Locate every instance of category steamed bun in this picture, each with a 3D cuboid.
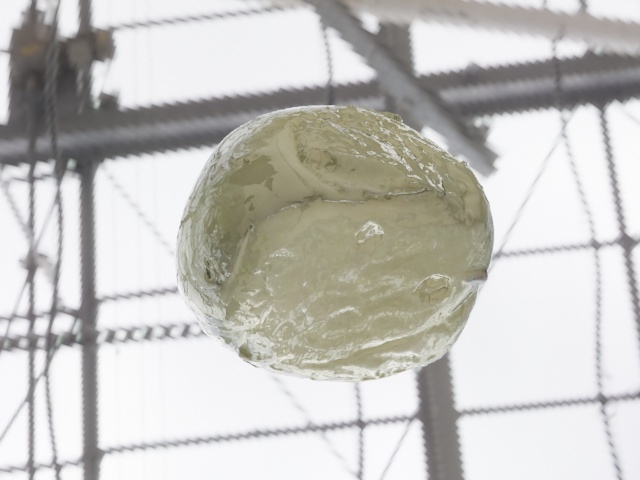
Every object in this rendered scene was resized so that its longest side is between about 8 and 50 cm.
[{"bbox_3d":[0.000,0.000,0.792,0.130,0.112,0.091,3,-148,-26],"label":"steamed bun"}]
